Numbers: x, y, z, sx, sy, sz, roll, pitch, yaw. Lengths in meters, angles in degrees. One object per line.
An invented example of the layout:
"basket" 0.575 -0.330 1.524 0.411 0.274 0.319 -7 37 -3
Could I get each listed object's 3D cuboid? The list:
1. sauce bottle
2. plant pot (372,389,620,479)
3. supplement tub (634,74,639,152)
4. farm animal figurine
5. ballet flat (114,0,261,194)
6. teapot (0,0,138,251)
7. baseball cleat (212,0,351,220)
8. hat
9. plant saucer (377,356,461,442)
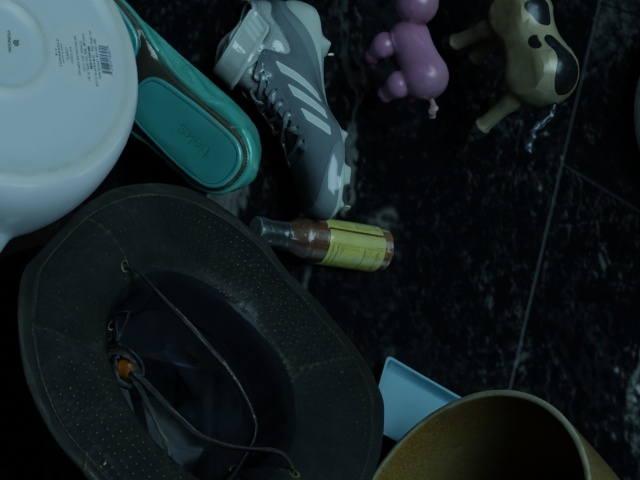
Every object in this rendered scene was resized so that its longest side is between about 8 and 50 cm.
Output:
"sauce bottle" 0.000 0.000 1.445 0.128 0.042 0.042 10 70 -29
"plant pot" 0.187 0.279 1.388 0.254 0.237 0.237 35 58 -37
"supplement tub" 0.476 -0.128 1.604 0.235 0.325 0.235 2 86 -33
"farm animal figurine" 0.110 -0.284 1.498 0.330 0.172 0.327 34 47 -26
"ballet flat" -0.142 -0.126 1.363 0.247 0.083 0.087 44 10 8
"teapot" -0.266 -0.105 1.212 0.252 0.187 0.256 46 49 -10
"baseball cleat" -0.037 -0.111 1.443 0.109 0.072 0.206 5 59 -26
"hat" -0.110 0.123 1.257 0.331 0.134 0.331 29 37 -25
"plant saucer" 0.120 0.171 1.484 0.192 0.018 0.067 30 61 -21
